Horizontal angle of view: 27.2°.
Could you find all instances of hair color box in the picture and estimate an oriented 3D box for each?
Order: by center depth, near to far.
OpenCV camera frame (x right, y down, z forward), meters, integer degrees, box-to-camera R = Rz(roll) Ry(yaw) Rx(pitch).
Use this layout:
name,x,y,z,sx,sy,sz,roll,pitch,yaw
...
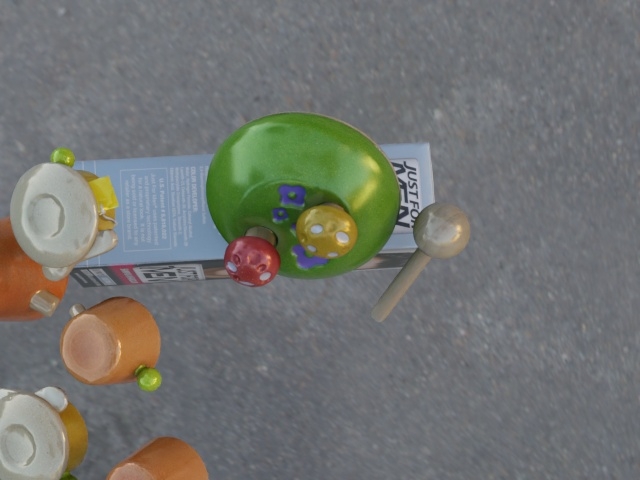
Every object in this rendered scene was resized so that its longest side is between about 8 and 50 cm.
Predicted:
name,x,y,z,sx,sy,sz,roll,pitch,yaw
hair color box,-0.077,-0.023,1.390,0.375,0.185,0.113,-4,83,-4

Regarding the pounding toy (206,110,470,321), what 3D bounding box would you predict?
name,x,y,z,sx,sy,sz,roll,pitch,yaw
pounding toy,0.000,0.000,1.207,0.237,0.183,0.110,29,37,-13

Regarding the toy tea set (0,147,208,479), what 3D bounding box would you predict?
name,x,y,z,sx,sy,sz,roll,pitch,yaw
toy tea set,-0.198,0.098,1.126,0.200,0.124,0.336,-20,86,27
